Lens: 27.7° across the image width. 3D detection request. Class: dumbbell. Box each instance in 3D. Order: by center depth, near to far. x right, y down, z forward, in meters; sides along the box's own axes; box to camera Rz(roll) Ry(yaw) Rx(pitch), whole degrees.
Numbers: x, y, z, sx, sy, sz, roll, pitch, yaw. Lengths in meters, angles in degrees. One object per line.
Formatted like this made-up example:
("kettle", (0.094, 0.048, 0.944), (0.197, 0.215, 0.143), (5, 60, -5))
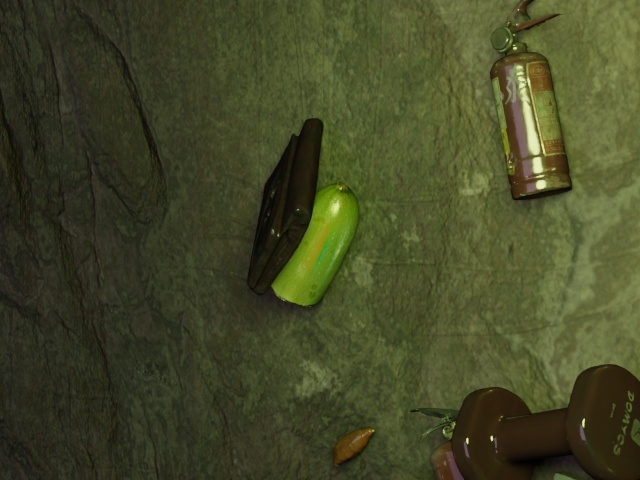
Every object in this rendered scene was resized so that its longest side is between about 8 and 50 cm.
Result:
("dumbbell", (0.274, 0.229, 1.540), (0.225, 0.124, 0.140), (-19, 41, 49))

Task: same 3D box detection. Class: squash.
("squash", (0.000, 0.000, 1.863), (0.095, 0.095, 0.188), (52, 127, 32))

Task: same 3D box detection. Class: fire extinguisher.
("fire extinguisher", (0.263, -0.180, 1.573), (0.106, 0.075, 0.252), (-11, 83, 20))
("fire extinguisher", (0.200, 0.332, 1.658), (0.105, 0.104, 0.269), (-32, 70, 45))

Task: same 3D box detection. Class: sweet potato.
("sweet potato", (0.046, 0.295, 1.883), (0.095, 0.034, 0.034), (-45, 61, 30))

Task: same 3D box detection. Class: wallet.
("wallet", (-0.051, -0.055, 1.864), (0.229, 0.049, 0.182), (-82, 19, -47))

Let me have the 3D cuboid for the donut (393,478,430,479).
("donut", (0.145, 0.408, 1.753), (0.174, 0.074, 0.190), (-50, 62, 37))

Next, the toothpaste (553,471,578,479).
("toothpaste", (0.303, 0.397, 1.601), (0.062, 0.037, 0.216), (8, 97, 61))
